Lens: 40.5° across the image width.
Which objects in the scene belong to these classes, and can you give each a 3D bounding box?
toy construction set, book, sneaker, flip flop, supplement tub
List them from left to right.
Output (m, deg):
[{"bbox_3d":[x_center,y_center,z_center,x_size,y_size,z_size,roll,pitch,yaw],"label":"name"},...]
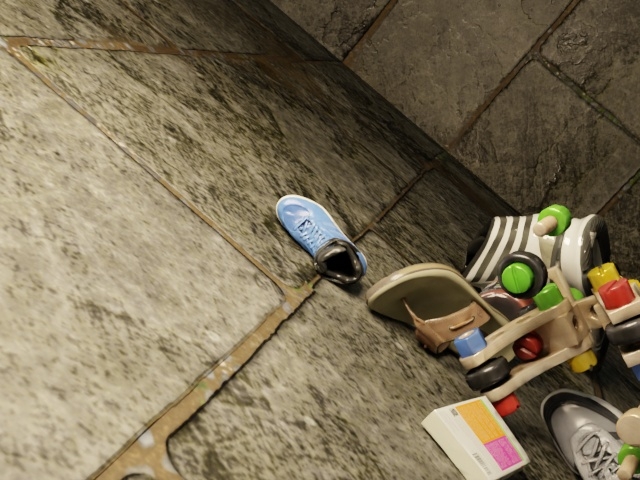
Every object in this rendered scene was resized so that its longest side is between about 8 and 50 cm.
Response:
[{"bbox_3d":[0.001,-0.001,1.142,0.152,0.058,0.084,46,8,-3],"label":"sneaker"},{"bbox_3d":[0.176,0.117,1.171,0.277,0.112,0.080,35,31,-34],"label":"flip flop"},{"bbox_3d":[0.182,0.230,0.990,0.096,0.035,0.144,51,20,24],"label":"book"},{"bbox_3d":[0.298,0.118,1.401,0.106,0.106,0.198,43,17,11],"label":"supplement tub"},{"bbox_3d":[0.407,0.083,1.619,0.258,0.169,0.447,10,-30,30],"label":"sneaker"},{"bbox_3d":[0.354,0.129,1.090,0.309,0.257,0.237,44,34,15],"label":"toy construction set"},{"bbox_3d":[0.371,0.296,1.099,0.268,0.101,0.153,51,17,26],"label":"sneaker"}]
